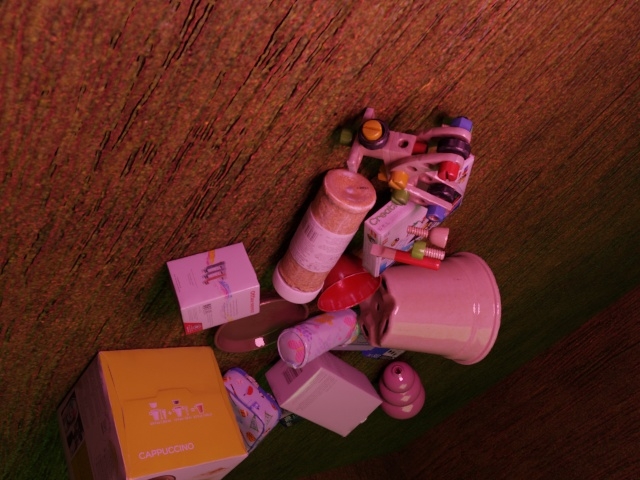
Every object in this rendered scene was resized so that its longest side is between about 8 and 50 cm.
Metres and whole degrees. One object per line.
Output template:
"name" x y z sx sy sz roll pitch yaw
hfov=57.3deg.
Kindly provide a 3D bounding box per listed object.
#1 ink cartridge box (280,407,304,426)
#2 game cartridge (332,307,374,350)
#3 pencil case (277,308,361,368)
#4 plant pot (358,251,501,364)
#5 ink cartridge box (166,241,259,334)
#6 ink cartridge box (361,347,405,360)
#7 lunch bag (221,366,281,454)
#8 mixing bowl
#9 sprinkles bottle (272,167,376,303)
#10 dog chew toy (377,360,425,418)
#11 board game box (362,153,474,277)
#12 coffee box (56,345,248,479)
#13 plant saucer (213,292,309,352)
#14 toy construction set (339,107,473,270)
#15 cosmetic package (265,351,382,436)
"ink cartridge box" -0.075 0.683 2.395 0.333 0.065 0.165 -22 150 -5
"game cartridge" 0.146 0.299 1.967 0.297 0.062 0.198 13 129 -47
"pencil case" 0.000 0.277 1.696 0.273 0.114 0.124 -13 123 -50
"plant pot" 0.286 0.190 1.681 0.306 0.333 0.333 3 141 -22
"ink cartridge box" -0.235 0.106 1.305 0.176 0.127 0.128 -15 148 -17
"ink cartridge box" 0.243 0.402 2.203 0.097 0.046 0.207 -39 147 20
"lunch bag" -0.267 0.549 1.890 0.115 0.243 0.303 -37 164 -47
"mixing bowl" 0.058 0.098 1.539 0.182 0.098 0.181 -19 150 -12
"sprinkles bottle" 0.000 0.000 1.319 0.121 0.121 0.355 -5 144 -31
"dog chew toy" 0.336 0.619 2.473 0.207 0.206 0.331 -22 142 -5
"board game box" 0.222 -0.064 1.352 0.305 0.053 0.193 -38 155 -20
"coffee box" -0.458 0.514 1.571 0.338 0.338 0.334 6 138 -43
"plant saucer" -0.167 0.228 1.636 0.278 0.041 0.277 -18 149 -11
"toy construction set" 0.148 -0.113 1.136 0.237 0.308 0.257 13 -173 9
"cosmetic package" 0.016 0.498 1.960 0.197 0.155 0.365 -44 132 6
